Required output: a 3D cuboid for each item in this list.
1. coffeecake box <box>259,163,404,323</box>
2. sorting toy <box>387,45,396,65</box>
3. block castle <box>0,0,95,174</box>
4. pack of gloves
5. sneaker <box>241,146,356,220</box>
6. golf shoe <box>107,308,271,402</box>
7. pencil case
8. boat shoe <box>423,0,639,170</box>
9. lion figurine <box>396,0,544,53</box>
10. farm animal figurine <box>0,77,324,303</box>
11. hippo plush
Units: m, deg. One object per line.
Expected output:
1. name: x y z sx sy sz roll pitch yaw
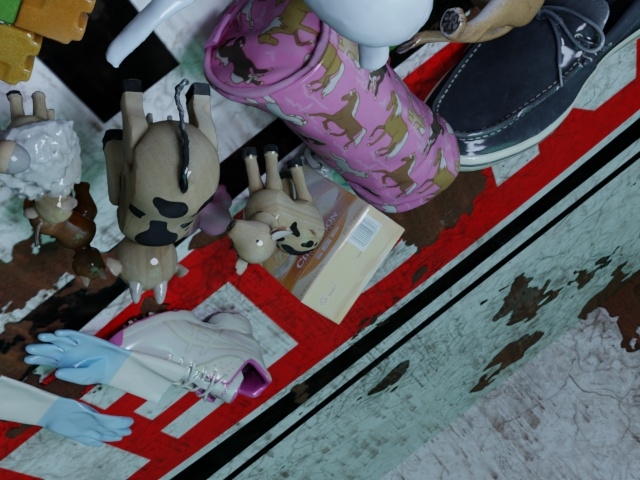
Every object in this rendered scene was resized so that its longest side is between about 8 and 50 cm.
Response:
1. coffeecake box: 0.000 0.000 1.248 0.068 0.185 0.142 34 91 -33
2. sorting toy: 0.071 -0.251 1.263 0.061 0.042 0.102 -21 140 -60
3. block castle: -0.252 -0.150 0.654 0.213 0.303 0.453 15 129 -23
4. pack of gloves: -0.333 0.221 1.382 0.232 0.046 0.195 25 117 -34
5. sneaker: -0.015 -0.085 1.370 0.229 0.087 0.092 -33 145 -23
6. golf shoe: -0.190 0.182 1.496 0.306 0.140 0.115 2 134 -50
7. pencil case: 0.027 -0.157 1.163 0.160 0.167 0.386 -30 149 19
8. boat shoe: 0.323 -0.289 1.359 0.500 0.187 0.156 -39 148 -9
9. lion figurine: 0.248 -0.371 1.148 0.240 0.142 0.392 2 127 -50
10. farm animal figurine: -0.151 -0.030 1.037 0.331 0.172 0.326 -8 157 -7
11. hippo plush: 0.001 -0.272 0.804 0.234 0.237 0.294 119 -10 -54
